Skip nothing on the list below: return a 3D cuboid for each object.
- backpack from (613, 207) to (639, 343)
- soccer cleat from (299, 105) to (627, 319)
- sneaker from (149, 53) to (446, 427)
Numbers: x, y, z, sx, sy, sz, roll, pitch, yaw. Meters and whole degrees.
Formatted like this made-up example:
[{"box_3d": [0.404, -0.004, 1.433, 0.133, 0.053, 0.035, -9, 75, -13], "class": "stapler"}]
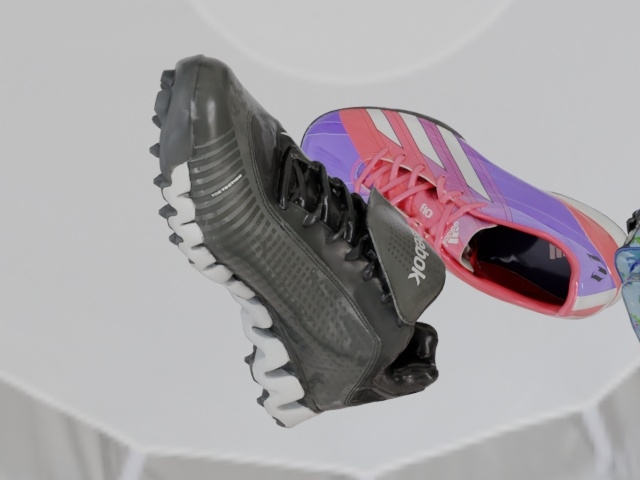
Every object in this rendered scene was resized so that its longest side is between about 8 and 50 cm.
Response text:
[{"box_3d": [0.262, 0.034, 1.098, 0.114, 0.105, 0.084, 0, 44, 33], "class": "backpack"}, {"box_3d": [0.107, -0.026, 1.388, 0.318, 0.109, 0.116, 28, 22, 20], "class": "soccer cleat"}, {"box_3d": [0.000, 0.000, 0.744, 0.106, 0.234, 0.078, -6, 48, 15], "class": "sneaker"}]
